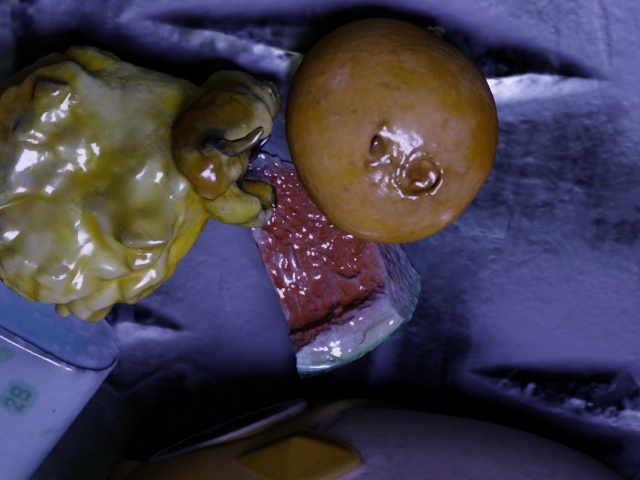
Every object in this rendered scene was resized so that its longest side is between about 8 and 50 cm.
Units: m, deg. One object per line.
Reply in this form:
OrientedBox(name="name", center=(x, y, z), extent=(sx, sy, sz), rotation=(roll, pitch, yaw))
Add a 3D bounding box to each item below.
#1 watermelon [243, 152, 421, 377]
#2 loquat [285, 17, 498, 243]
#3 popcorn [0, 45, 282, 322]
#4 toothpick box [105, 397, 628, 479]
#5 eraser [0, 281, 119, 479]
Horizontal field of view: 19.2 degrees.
OrientedBox(name="watermelon", center=(0.007, 0.012, 1.297), extent=(0.098, 0.158, 0.121), rotation=(-26, 167, 4))
OrientedBox(name="loquat", center=(0.044, -0.070, 1.177), extent=(0.141, 0.141, 0.141), rotation=(2, 126, 2))
OrientedBox(name="popcorn", center=(-0.122, -0.036, 1.189), extent=(0.195, 0.168, 0.173), rotation=(3, 160, 7))
OrientedBox(name="toothpick box", center=(0.019, 0.304, 1.286), extent=(0.425, 0.409, 0.409), rotation=(6, 126, 6))
OrientedBox(name="eraser", center=(-0.273, 0.115, 1.363), extent=(0.174, 0.081, 0.227), rotation=(28, 124, -16))
